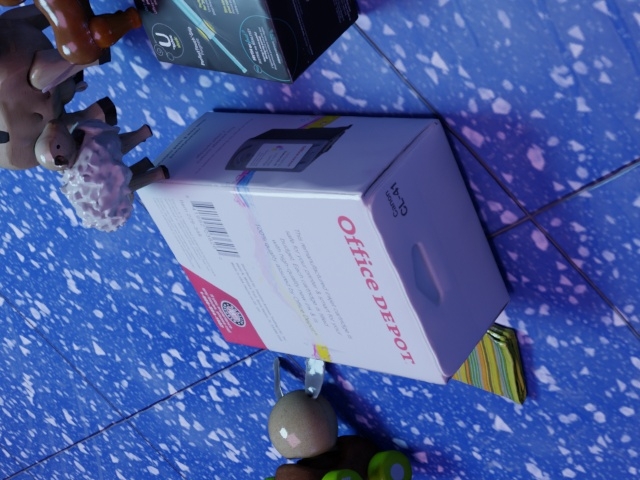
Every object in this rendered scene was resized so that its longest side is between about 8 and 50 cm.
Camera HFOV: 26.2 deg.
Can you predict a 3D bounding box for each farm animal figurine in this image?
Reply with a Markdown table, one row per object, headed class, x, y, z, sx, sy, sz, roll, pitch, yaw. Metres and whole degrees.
| class | x | y | z | sx | sy | sz | roll | pitch | yaw |
| --- | --- | --- | --- | --- | --- | --- | --- | --- | --- |
| farm animal figurine | -0.304 | -0.191 | 1.277 | 0.330 | 0.172 | 0.326 | 42 | 152 | 42 |

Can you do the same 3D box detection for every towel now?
| class | x | y | z | sx | sy | sz | roll | pitch | yaw |
| --- | --- | --- | --- | --- | --- | --- | --- | --- | --- |
| towel | 0.104 | 0.105 | 1.440 | 0.237 | 0.021 | 0.102 | 16 | 138 | 34 |

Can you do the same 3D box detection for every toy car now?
| class | x | y | z | sx | sy | sz | roll | pitch | yaw |
| --- | --- | --- | --- | --- | --- | --- | --- | --- | --- |
| toy car | -0.004 | 0.224 | 1.634 | 0.155 | 0.149 | 0.188 | -17 | 87 | 49 |

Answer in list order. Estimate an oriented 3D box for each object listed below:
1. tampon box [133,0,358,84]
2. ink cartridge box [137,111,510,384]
| class | x | y | z | sx | sy | sz | roll | pitch | yaw |
| --- | --- | --- | --- | --- | --- | --- | --- | --- | --- |
| tampon box | -0.071 | -0.218 | 1.168 | 0.161 | 0.101 | 0.120 | 14 | 138 | 36 |
| ink cartridge box | 0.000 | 0.000 | 1.324 | 0.306 | 0.131 | 0.226 | 6 | 133 | 41 |
